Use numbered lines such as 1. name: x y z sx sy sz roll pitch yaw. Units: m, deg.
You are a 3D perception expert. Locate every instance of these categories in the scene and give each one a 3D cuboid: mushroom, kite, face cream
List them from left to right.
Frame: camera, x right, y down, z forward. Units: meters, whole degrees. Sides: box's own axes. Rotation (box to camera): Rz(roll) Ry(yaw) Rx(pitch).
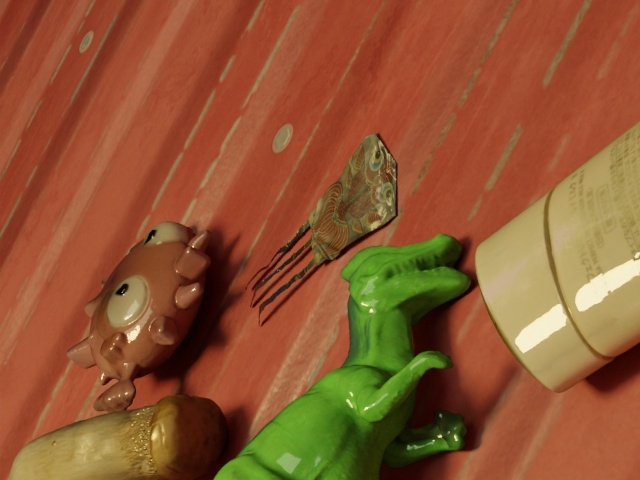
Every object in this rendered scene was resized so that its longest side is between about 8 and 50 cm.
1. mushroom: -0.223 0.228 1.765 0.351 0.123 0.095 -21 80 49
2. kite: -0.002 -0.001 1.703 0.229 0.016 0.127 -47 31 24
3. face cream: 0.254 -0.021 1.260 0.348 0.081 0.173 -40 38 33

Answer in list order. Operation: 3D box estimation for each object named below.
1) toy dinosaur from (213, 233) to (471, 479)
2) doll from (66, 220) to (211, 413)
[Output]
1. toy dinosaur: -0.085 0.210 1.454 0.500 0.144 0.374 -24 45 16
2. doll: -0.189 0.077 1.837 0.211 0.093 0.262 -28 34 43
